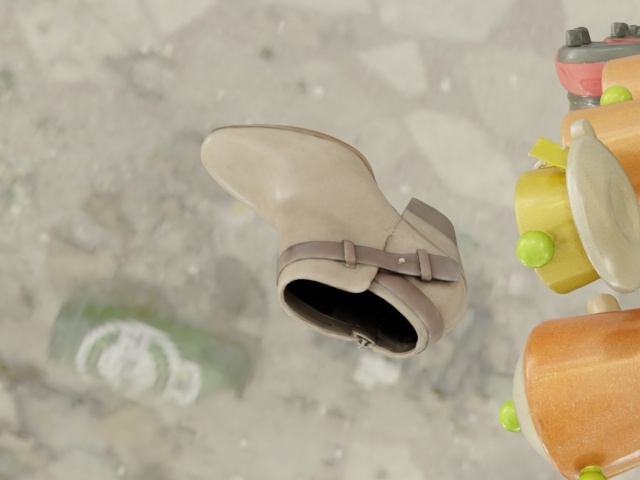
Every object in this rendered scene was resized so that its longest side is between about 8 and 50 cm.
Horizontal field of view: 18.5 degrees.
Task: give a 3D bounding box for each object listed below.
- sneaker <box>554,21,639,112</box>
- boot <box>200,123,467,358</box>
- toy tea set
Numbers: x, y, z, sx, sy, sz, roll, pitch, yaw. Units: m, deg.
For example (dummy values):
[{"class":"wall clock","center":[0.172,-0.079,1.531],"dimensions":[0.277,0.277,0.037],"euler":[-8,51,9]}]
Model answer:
[{"class":"sneaker","center":[0.243,-0.094,1.435],"dimensions":[0.098,0.276,0.135],"euler":[-1,98,24]},{"class":"boot","center":[0.000,0.000,0.726],"dimensions":[0.118,0.087,0.042],"euler":[20,120,6]},{"class":"toy tea set","center":[0.167,0.006,1.163],"dimensions":[0.124,0.336,0.200],"euler":[-18,103,27]}]
